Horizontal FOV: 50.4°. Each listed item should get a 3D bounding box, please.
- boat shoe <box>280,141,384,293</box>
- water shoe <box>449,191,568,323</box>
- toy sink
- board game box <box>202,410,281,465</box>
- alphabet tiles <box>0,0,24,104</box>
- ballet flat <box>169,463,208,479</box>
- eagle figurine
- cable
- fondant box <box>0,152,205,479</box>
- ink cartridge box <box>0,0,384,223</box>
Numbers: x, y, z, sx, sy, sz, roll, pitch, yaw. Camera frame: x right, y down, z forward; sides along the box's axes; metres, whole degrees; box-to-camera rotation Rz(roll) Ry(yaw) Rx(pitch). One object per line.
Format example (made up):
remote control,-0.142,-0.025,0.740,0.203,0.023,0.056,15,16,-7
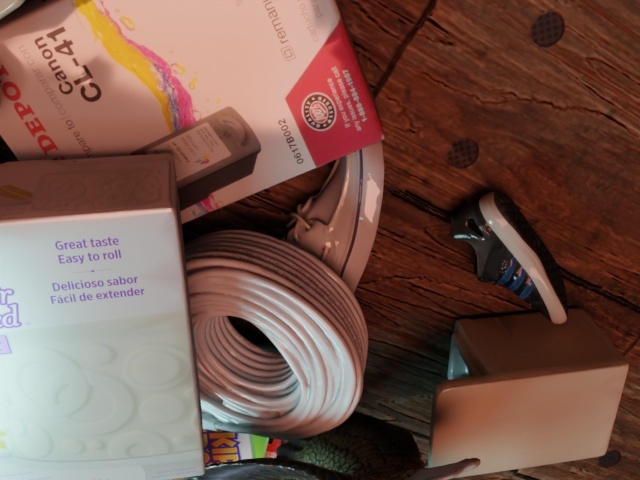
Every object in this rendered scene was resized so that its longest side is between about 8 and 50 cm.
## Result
boat shoe,0.000,0.000,0.745,0.088,0.096,0.268,7,128,-13
water shoe,0.226,0.027,0.814,0.080,0.073,0.203,-23,118,31
toy sink,0.235,0.187,0.859,0.234,0.131,0.153,-6,120,-8
board game box,-0.175,0.255,0.898,0.259,0.039,0.124,6,120,-14
alphabet tiles,-0.353,-0.204,0.530,0.278,0.021,0.284,-22,92,21
ballet flat,-0.212,0.358,0.911,0.086,0.086,0.248,22,134,-19
eagle figurine,0.022,0.291,0.763,0.225,0.298,0.226,-44,146,-23
cable,-0.070,0.109,0.739,0.257,0.089,0.257,9,127,19
fondant box,-0.236,0.092,0.615,0.238,0.096,0.330,-5,125,-9
ink cartridge box,-0.124,-0.147,0.621,0.306,0.131,0.226,-23,119,4
